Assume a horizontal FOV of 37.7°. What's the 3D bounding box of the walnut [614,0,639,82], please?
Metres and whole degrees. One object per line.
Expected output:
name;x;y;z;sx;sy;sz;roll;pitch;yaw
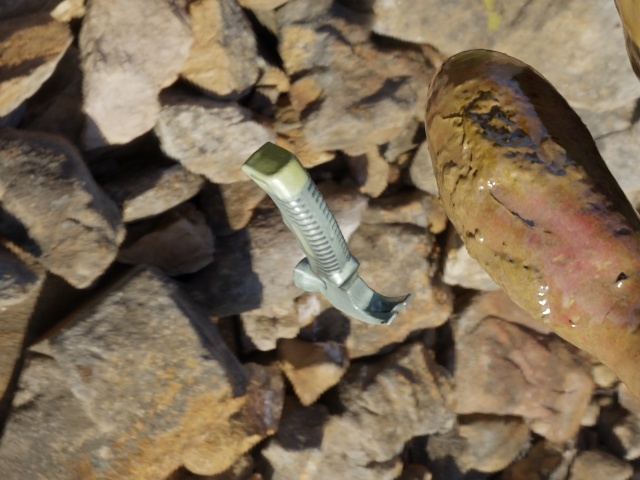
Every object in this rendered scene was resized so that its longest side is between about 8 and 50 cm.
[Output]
walnut;0.377;-0.217;0.640;0.354;0.308;0.398;-11;93;-8

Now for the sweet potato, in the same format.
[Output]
sweet potato;0.158;0.011;0.561;0.109;0.109;0.385;-5;47;-28

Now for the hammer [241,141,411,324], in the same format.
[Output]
hammer;0.000;0.000;0.930;0.041;0.159;0.226;-48;135;-20
